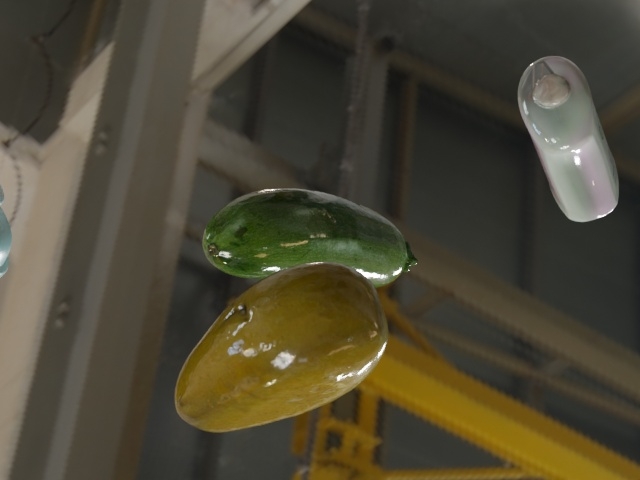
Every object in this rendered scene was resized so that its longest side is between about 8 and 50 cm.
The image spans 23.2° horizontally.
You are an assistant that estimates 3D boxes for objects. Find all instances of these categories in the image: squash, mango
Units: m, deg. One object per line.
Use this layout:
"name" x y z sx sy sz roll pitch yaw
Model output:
"squash" 0.000 0.000 1.749 0.395 0.107 0.107 10 -124 -58
"mango" -0.036 0.088 1.222 0.137 0.195 0.098 22 -136 -60

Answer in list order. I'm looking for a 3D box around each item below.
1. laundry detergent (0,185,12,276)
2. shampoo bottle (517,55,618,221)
"laundry detergent" -0.490 0.006 1.583 0.287 0.305 0.287 44 -173 -6
"shampoo bottle" 0.149 -0.065 0.940 0.099 0.043 0.072 57 -161 -53
